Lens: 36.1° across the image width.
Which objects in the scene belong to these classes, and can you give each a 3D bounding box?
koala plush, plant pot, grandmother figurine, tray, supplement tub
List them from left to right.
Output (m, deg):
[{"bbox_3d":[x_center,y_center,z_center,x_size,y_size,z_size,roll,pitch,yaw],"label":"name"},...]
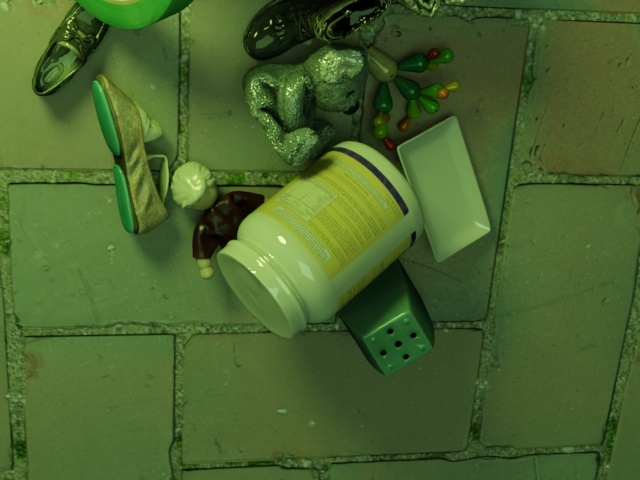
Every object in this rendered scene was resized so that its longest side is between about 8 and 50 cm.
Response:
[{"bbox_3d":[-0.165,-0.011,1.907,0.208,0.104,0.342,-48,112,-19],"label":"grandmother figurine"},{"bbox_3d":[-0.006,-0.275,1.764,0.221,0.196,0.203,-35,93,17],"label":"koala plush"},{"bbox_3d":[0.000,0.000,1.805,0.331,0.241,0.241,-40,116,-20],"label":"supplement tub"},{"bbox_3d":[0.127,0.149,1.947,0.165,0.234,0.165,-31,114,3],"label":"plant pot"},{"bbox_3d":[0.244,-0.102,1.960,0.145,0.030,0.270,-30,116,-18],"label":"tray"}]

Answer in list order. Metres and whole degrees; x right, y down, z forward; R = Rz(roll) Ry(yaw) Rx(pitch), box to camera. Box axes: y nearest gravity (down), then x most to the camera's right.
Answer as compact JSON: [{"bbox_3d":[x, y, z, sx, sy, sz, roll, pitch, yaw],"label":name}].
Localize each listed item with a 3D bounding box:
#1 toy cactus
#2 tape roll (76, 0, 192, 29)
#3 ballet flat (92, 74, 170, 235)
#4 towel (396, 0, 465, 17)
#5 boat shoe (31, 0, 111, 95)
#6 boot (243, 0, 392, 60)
[{"bbox_3d":[0.149,-0.291,1.850,0.180,0.112,0.219,38,111,-12],"label":"toy cactus"},{"bbox_3d":[-0.320,-0.502,1.566,0.077,0.321,0.321,-39,124,-43],"label":"tape roll"},{"bbox_3d":[-0.340,-0.165,1.815,0.106,0.107,0.316,-20,122,-24],"label":"ballet flat"},{"bbox_3d":[0.135,-0.536,1.664,0.121,0.235,0.283,-21,116,-2],"label":"towel"},{"bbox_3d":[-0.433,-0.342,1.725,0.080,0.073,0.223,34,103,-21],"label":"boat shoe"},{"bbox_3d":[-0.010,-0.381,1.703,0.263,0.229,0.091,-31,114,3],"label":"boot"}]
